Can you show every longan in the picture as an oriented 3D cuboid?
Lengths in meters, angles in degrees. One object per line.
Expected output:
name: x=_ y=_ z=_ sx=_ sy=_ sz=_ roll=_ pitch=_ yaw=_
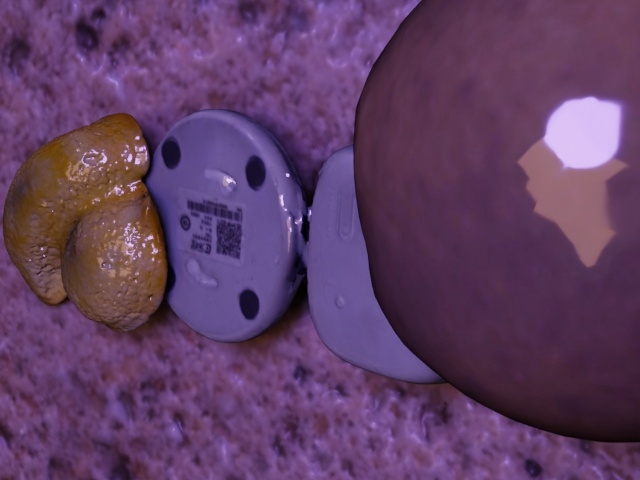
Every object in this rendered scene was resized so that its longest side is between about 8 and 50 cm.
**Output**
longan: x=0.160 y=-0.036 z=1.040 sx=0.297 sy=0.297 sz=0.297 roll=5 pitch=99 yaw=33

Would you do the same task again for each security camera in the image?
security camera: x=0.000 y=0.000 z=1.281 sx=0.302 sy=0.080 sz=0.157 roll=13 pitch=106 yaw=42

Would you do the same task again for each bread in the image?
bread: x=-0.174 y=0.002 z=1.381 sx=0.188 sy=0.065 sz=0.149 roll=-36 pitch=70 yaw=46
